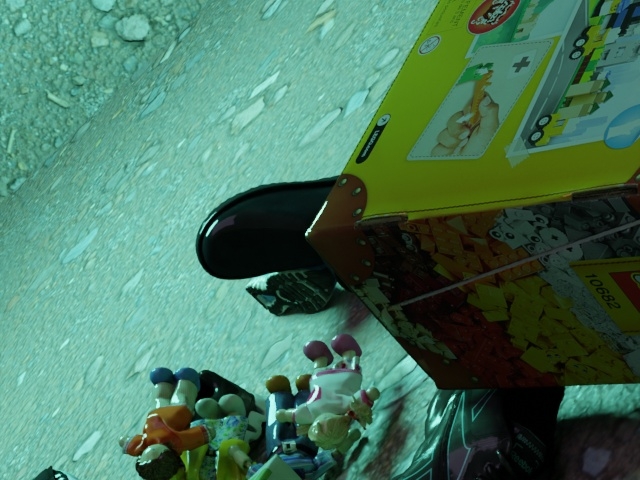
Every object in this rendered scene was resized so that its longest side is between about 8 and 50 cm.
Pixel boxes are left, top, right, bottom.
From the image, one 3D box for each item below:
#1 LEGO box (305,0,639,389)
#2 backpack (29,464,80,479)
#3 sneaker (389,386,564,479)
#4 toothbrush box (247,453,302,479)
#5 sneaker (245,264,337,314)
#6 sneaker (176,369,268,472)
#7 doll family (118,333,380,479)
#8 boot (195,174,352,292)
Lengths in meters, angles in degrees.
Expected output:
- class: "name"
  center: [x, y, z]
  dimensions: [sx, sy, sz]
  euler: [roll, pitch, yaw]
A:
- class: "LEGO box"
  center: [0.269, -0.142, 1.436]
  dimensions: [0.372, 0.193, 0.500]
  euler: [-6, 45, 46]
- class: "backpack"
  center: [-0.290, 0.325, 2.039]
  dimensions: [0.152, 0.115, 0.182]
  euler: [-38, 18, -3]
- class: "sneaker"
  center: [0.111, 0.190, 1.438]
  dimensions: [0.106, 0.101, 0.267]
  euler: [-25, 31, 45]
- class: "toothbrush box"
  center: [-0.115, 0.334, 1.546]
  dimensions: [0.283, 0.122, 0.206]
  euler: [-45, 0, 18]
- class: "sneaker"
  center: [-0.026, 0.035, 2.081]
  dimensions: [0.073, 0.063, 0.162]
  euler: [-53, 20, -20]
- class: "sneaker"
  center: [-0.128, 0.222, 1.886]
  dimensions: [0.078, 0.106, 0.234]
  euler: [-34, 25, 40]
- class: "doll family"
  center: [-0.056, 0.198, 1.776]
  dimensions: [0.263, 0.118, 0.163]
  euler: [-13, 36, 14]
- class: "boot"
  center: [0.000, 0.000, 1.929]
  dimensions: [0.246, 0.094, 0.207]
  euler: [-15, 17, -6]
